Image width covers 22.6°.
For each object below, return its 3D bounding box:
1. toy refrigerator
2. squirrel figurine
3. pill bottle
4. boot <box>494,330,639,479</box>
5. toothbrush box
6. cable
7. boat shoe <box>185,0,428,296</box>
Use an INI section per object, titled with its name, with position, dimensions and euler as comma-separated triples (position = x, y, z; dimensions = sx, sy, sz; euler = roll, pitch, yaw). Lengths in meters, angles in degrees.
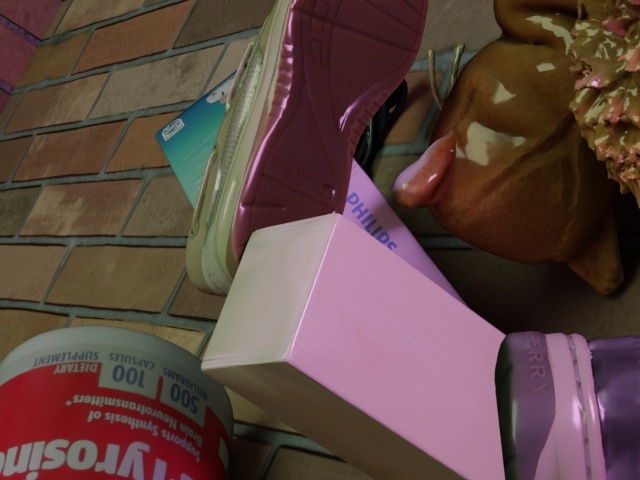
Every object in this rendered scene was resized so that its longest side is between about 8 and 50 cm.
[toy refrigerator]
position = 0.059, 0.098, 1.025
dimensions = 0.094, 0.269, 0.102
euler = -10, 52, 48
[squirrel figurine]
position = 0.203, -0.142, 1.066
dimensions = 0.370, 0.281, 0.397
euler = -60, 22, 9
[pill bottle]
position = -0.201, 0.288, 1.329
dimensions = 0.229, 0.229, 0.407
euler = -39, 32, 34
[boot]
position = 0.238, 0.186, 0.699
dimensions = 0.284, 0.377, 0.138
euler = -11, 23, 7
[toothbrush box]
position = 0.000, 0.000, 1.289
dimensions = 0.126, 0.216, 0.295
euler = -38, 28, 1
[cable]
position = 0.028, -0.111, 1.503
dimensions = 0.047, 0.150, 0.184
euler = 24, 63, 21
[boat shoe]
position = -0.015, -0.101, 1.092
dimensions = 0.098, 0.109, 0.302
euler = -5, 62, 55
